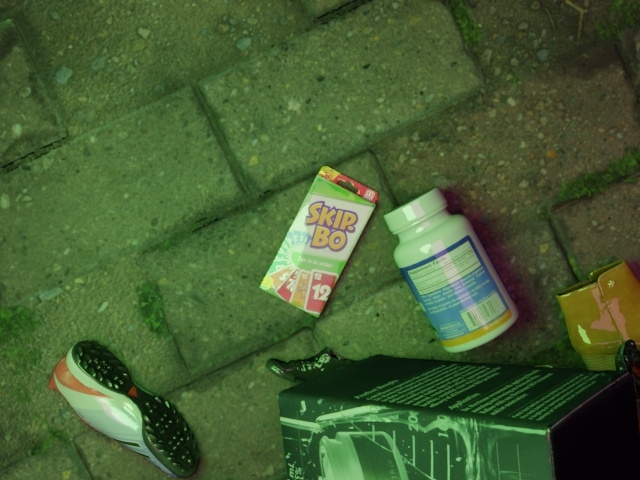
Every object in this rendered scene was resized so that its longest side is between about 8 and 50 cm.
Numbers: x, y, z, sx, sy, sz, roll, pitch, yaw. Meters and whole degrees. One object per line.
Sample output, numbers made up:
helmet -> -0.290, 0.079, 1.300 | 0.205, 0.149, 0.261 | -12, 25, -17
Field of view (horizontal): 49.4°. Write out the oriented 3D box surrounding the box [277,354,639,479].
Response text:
box -> 0.217, 0.447, 1.070 | 0.471, 0.297, 0.480 | -5, 92, 44

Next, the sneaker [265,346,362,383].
sneaker -> -0.008, 0.232, 1.292 | 0.170, 0.051, 0.089 | 26, 91, -6

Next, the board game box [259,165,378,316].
board game box -> 0.000, 0.000, 1.293 | 0.124, 0.039, 0.259 | 27, 89, -2

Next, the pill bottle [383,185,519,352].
pill bottle -> 0.224, 0.048, 1.237 | 0.152, 0.152, 0.272 | -29, 91, 0

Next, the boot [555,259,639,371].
boot -> 0.599, 0.131, 1.269 | 0.295, 0.104, 0.211 | -20, 93, 4

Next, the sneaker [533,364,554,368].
sneaker -> 0.364, 0.318, 1.283 | 0.215, 0.083, 0.084 | -45, 90, -1

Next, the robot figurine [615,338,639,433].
robot figurine -> 0.564, 0.292, 1.121 | 0.211, 0.291, 0.085 | 24, 129, -9

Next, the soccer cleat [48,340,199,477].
soccer cleat -> -0.357, 0.325, 1.274 | 0.318, 0.108, 0.116 | 45, 113, -5
